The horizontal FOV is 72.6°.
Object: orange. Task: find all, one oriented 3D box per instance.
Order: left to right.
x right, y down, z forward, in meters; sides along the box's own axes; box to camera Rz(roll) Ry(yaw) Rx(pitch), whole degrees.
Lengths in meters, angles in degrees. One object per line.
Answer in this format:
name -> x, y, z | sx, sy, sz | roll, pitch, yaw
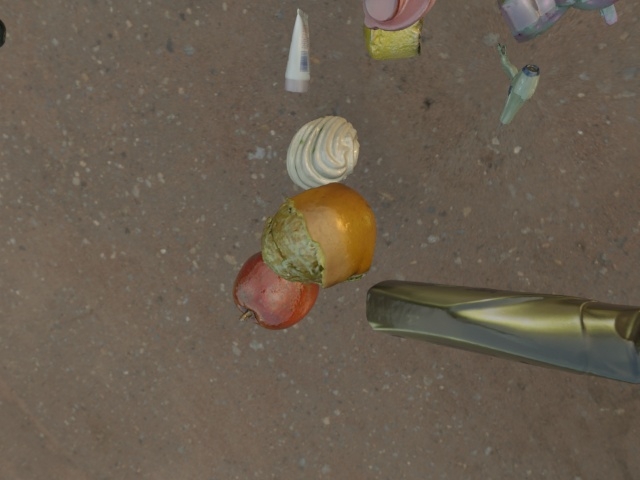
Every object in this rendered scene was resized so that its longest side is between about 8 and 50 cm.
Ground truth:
orange -> 0.000, 0.000, 0.544 | 0.156, 0.156, 0.134 | -37, 82, 30

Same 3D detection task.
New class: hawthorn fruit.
hawthorn fruit -> -0.160, 0.168, 1.457 | 0.275, 0.299, 0.275 | 33, 150, 22

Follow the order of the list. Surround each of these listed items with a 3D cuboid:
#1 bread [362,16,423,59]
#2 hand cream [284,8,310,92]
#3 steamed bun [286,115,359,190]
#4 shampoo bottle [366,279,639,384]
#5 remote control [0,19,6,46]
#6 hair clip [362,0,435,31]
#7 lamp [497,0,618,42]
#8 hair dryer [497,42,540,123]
bread -> 0.204, -0.602, 1.222 | 0.170, 0.197, 0.197 | 3, 111, 7
hand cream -> -0.070, -0.614, 1.427 | 0.083, 0.133, 0.248 | 8, 108, 6
steamed bun -> 0.000, -0.200, 0.968 | 0.182, 0.183, 0.106 | -25, 139, 30
shampoo bottle -> 0.210, 0.100, 0.539 | 0.350, 0.125, 0.084 | -1, 87, 55
remote control -> -0.753, -0.439, 0.855 | 0.072, 0.221, 0.042 | -55, 47, 34
hair clip -> 0.104, -0.327, 0.512 | 0.123, 0.102, 0.138 | 33, 141, 34
lamp -> 0.607, -0.605, 1.054 | 0.301, 0.247, 0.247 | -25, 125, 33
hair dryer -> 0.498, -0.414, 1.170 | 0.067, 0.199, 0.167 | -6, 134, -10
